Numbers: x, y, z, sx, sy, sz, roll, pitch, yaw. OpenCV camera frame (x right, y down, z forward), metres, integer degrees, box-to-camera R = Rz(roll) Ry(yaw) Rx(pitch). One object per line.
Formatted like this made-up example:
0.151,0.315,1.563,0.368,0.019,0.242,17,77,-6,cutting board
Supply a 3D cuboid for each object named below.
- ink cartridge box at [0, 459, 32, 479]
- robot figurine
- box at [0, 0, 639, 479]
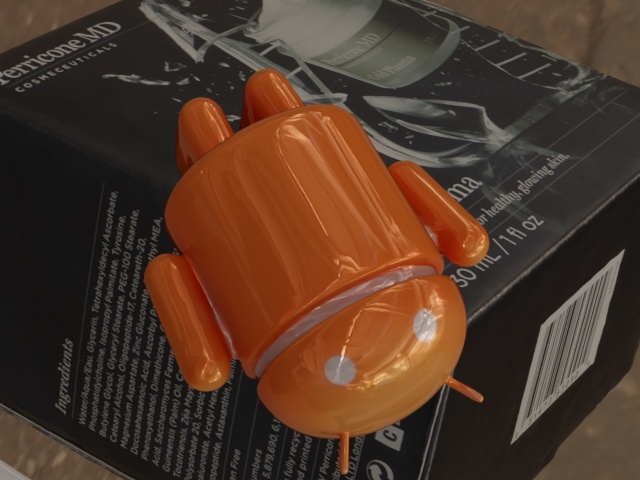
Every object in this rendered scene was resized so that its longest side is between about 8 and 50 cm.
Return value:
-0.257,0.171,0.944,0.235,0.088,0.193,36,63,-14,ink cartridge box
-0.001,0.013,1.015,0.158,0.128,0.219,-6,60,-52,robot figurine
0.000,0.000,1.582,0.472,0.297,0.480,24,33,23,box
